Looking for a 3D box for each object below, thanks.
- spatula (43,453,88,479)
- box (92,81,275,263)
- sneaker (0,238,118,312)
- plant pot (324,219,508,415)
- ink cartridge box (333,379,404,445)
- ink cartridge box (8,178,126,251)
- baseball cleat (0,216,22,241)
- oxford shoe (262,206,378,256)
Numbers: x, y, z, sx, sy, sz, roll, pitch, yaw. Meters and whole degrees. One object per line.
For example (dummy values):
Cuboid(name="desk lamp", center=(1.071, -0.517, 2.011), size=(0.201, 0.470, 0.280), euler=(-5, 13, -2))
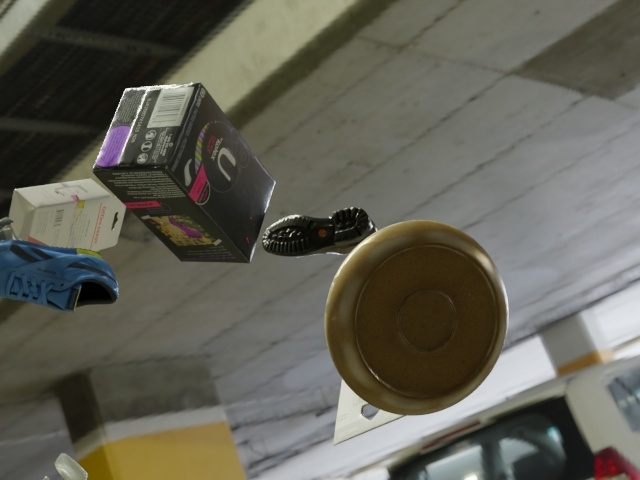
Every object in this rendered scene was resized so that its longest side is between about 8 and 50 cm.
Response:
Cuboid(name="spatula", center=(-0.512, 0.590, 2.176), size=(0.019, 0.242, 0.168), euler=(-30, 17, 30))
Cuboid(name="box", center=(-0.204, -0.099, 1.594), size=(0.143, 0.165, 0.270), euler=(0, -31, 28))
Cuboid(name="sneaker", center=(-0.354, 0.051, 1.290), size=(0.209, 0.082, 0.069), euler=(5, -58, -36))
Cuboid(name="plant pot", center=(0.122, 0.094, 1.209), size=(0.236, 0.236, 0.032), euler=(-16, 7, -15))
Cuboid(name="ink cartridge box", center=(0.123, 0.205, 1.745), size=(0.066, 0.261, 0.296), euler=(16, -26, -20))
Cuboid(name="ink cartridge box", center=(-0.429, -0.036, 1.730), size=(0.198, 0.067, 0.115), euler=(-13, -49, -50))
Cuboid(name="baseball cleat", center=(-0.453, 0.054, 1.367), size=(0.109, 0.072, 0.206), euler=(-37, -13, -52))
Cuboid(name="oxford shoe", center=(0.000, 0.000, 1.870), size=(0.227, 0.083, 0.096), euler=(-4, -21, 26))
